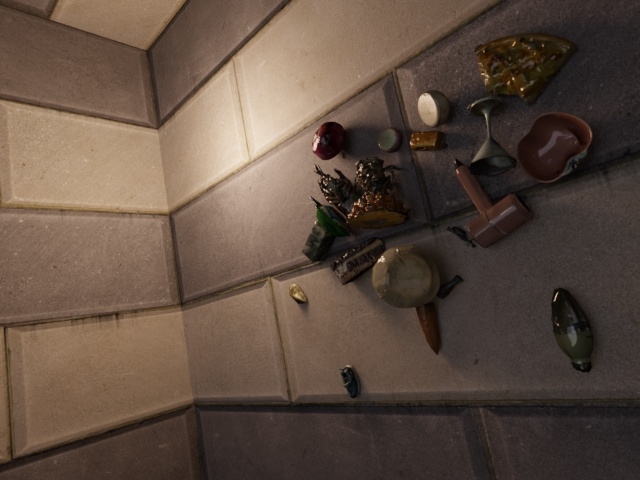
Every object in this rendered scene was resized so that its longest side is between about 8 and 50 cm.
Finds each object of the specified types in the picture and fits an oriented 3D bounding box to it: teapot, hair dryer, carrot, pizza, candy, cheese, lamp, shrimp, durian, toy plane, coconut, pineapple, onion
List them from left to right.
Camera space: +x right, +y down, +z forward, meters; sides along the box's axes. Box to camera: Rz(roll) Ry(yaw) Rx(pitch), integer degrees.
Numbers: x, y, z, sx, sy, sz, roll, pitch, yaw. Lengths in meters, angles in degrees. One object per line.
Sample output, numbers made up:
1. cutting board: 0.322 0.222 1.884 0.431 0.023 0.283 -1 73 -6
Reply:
1. durian: -0.114 0.275 2.152 0.066 0.052 0.130 -37 62 -5
2. cheese: 0.037 -0.110 1.904 0.083 0.204 0.320 -48 39 11
3. onion: 0.039 -0.445 1.923 0.177 0.154 0.177 5 95 61
4. shrimp: 0.096 -0.230 1.888 0.172 0.137 0.372 -34 77 -2
5. pineapple: 0.220 -0.205 1.714 0.263 0.263 0.271 -16 69 43
6. candy: 0.285 -0.410 1.756 0.103 0.043 0.103 -1 88 41
7. coconut: 0.312 0.135 1.601 0.245 0.247 0.244 0 85 4
8. carrot: 0.416 0.332 1.625 0.072 0.072 0.204 -18 86 42
9. teapot: 0.475 0.168 1.580 0.110 0.043 0.042 -47 59 28
10. toy plane: 0.509 -0.015 1.540 0.121 0.049 0.031 41 119 17
11. hair dryer: 0.552 -0.164 1.474 0.189 0.107 0.344 -44 55 34
12. pizza: 0.633 -0.561 1.398 0.324 0.090 0.222 21 101 42
13. lamp: 0.747 0.263 1.277 0.101 0.101 0.249 -19 73 42

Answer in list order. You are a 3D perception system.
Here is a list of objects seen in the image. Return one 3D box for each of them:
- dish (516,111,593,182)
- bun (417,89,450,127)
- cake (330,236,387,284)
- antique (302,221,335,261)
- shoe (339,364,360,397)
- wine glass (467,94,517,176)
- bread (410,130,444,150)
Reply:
1. dish: 0.719 -0.277 1.310 0.214 0.091 0.213 -3 86 45
2. bun: 0.431 -0.493 1.588 0.138 0.094 0.138 54 160 31
3. cake: 0.176 0.087 1.864 0.246 0.135 0.112 -35 77 7
4. antique: 0.000 0.000 1.998 0.086 0.088 0.182 40 117 35
5. shoe: 0.127 0.623 1.890 0.064 0.071 0.142 -19 82 43
6. wine glass: 0.556 -0.345 1.413 0.156 0.156 0.232 -13 70 43
7. bread: 0.404 -0.379 1.636 0.132 0.054 0.074 6 90 44
